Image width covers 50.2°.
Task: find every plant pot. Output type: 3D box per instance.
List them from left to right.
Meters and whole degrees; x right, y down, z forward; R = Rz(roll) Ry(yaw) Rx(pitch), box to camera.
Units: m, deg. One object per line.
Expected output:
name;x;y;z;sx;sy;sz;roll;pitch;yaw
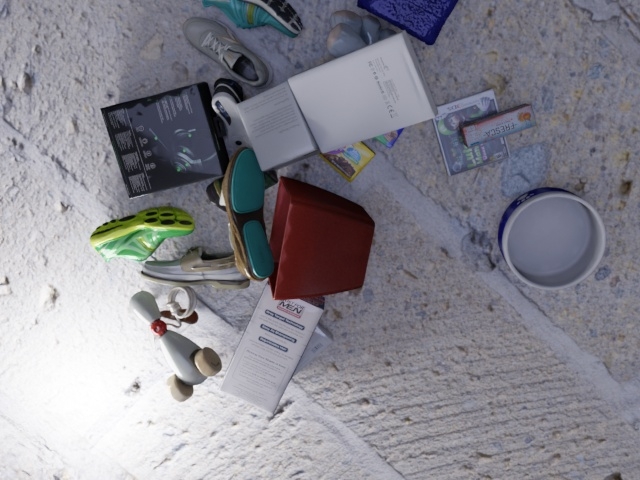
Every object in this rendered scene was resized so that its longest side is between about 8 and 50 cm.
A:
plant pot;0.000;0.000;1.796;0.235;0.267;0.267;7;106;-10

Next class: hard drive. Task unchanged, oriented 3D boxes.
hard drive;0.096;-0.337;1.593;0.307;0.040;0.203;-13;114;32

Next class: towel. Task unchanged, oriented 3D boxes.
towel;0.254;-0.665;1.680;0.227;0.076;0.308;29;100;-2

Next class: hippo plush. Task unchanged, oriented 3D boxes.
hippo plush;0.096;-0.407;1.725;0.294;0.234;0.236;39;130;-2

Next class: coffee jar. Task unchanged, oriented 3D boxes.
coffee jar;-0.212;-0.151;1.836;0.184;0.096;0.079;-29;67;10

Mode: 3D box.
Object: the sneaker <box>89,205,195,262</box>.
sneaker;-0.485;-0.012;1.900;0.295;0.109;0.124;-12;124;6

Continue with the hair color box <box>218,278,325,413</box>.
hair color box;-0.134;0.287;1.901;0.173;0.105;0.347;25;105;-3

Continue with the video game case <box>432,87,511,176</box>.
video game case;0.396;-0.283;1.807;0.173;0.022;0.191;-17;104;8

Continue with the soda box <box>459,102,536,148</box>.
soda box;0.454;-0.294;1.757;0.183;0.063;0.058;-17;104;8

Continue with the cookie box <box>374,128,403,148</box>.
cookie box;0.177;-0.312;1.801;0.091;0.040;0.107;32;104;-5

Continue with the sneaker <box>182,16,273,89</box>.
sneaker;-0.237;-0.481;1.734;0.262;0.121;0.099;33;104;-6

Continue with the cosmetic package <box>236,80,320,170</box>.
cosmetic package;-0.094;-0.288;1.743;0.151;0.151;0.184;-20;93;16

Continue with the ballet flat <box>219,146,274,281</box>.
ballet flat;-0.199;-0.062;1.749;0.124;0.116;0.343;-4;99;50

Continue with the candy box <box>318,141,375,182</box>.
candy box;0.038;-0.260;1.829;0.206;0.027;0.105;40;102;-8

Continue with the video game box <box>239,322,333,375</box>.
video game box;-0.099;0.285;1.977;0.205;0.048;0.187;-42;101;13

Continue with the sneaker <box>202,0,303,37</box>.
sneaker;-0.172;-0.584;1.730;0.275;0.107;0.110;28;124;0

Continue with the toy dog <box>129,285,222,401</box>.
toy dog;-0.403;0.287;1.964;0.220;0.161;0.334;-16;90;11

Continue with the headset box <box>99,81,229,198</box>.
headset box;-0.391;-0.267;1.796;0.283;0.131;0.247;-14;104;7

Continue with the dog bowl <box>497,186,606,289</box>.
dog bowl;0.614;-0.007;1.829;0.264;0.104;0.265;1;105;2

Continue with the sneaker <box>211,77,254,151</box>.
sneaker;-0.215;-0.334;1.799;0.079;0.121;0.217;-10;139;12

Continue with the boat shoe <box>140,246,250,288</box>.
boat shoe;-0.345;0.068;1.904;0.302;0.113;0.103;3;105;-9
